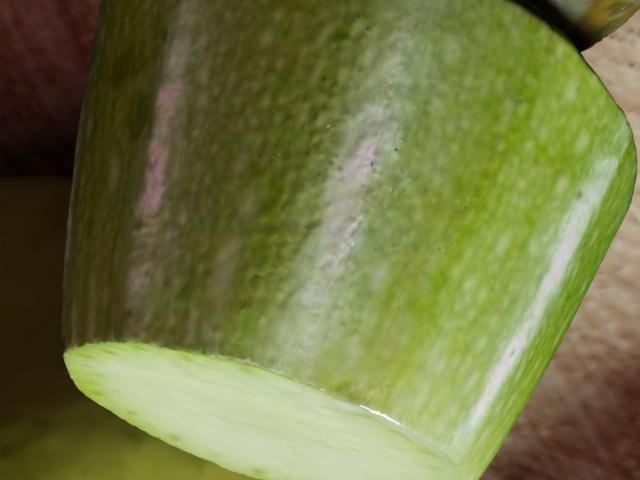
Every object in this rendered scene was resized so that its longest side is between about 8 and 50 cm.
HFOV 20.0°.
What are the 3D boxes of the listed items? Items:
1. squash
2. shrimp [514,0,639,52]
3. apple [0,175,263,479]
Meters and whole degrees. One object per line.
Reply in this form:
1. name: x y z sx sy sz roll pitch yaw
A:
1. squash: 0.000 0.000 0.523 0.170 0.123 0.170 15 158 6
2. shrimp: 0.015 -0.095 0.502 0.173 0.058 0.253 21 157 -16
3. apple: -0.106 0.125 0.666 0.292 0.254 0.292 11 125 17
